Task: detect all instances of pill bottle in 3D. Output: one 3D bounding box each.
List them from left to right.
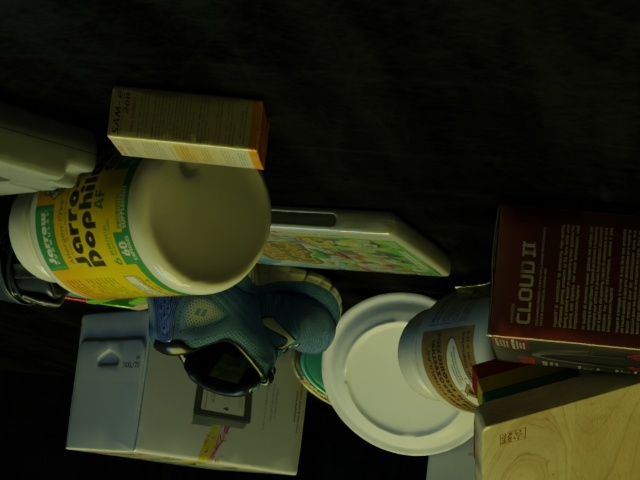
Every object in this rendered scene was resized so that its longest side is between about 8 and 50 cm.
[{"bbox_3d":[-0.141,-0.015,1.362,0.117,0.118,0.208,13,169,-37],"label":"pill bottle"},{"bbox_3d":[0.171,0.111,1.890,0.131,0.131,0.229,10,170,-21],"label":"pill bottle"}]

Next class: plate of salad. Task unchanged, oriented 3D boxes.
[{"bbox_3d":[0.100,0.146,2.065,0.199,0.200,0.048,4,-157,14],"label":"plate of salad"}]

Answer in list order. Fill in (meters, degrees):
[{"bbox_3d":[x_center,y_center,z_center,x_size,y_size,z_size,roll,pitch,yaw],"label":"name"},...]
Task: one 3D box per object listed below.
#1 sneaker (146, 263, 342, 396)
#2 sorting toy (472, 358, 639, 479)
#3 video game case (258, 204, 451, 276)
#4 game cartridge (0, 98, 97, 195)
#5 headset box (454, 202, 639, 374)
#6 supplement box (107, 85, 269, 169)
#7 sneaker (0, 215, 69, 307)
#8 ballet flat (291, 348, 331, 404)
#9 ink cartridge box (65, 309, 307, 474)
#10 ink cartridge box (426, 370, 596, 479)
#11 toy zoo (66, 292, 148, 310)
[{"bbox_3d":[-0.086,0.088,1.887,0.129,0.147,0.330,2,171,29],"label":"sneaker"},{"bbox_3d":[0.258,0.159,1.713,0.255,0.089,0.257,-15,147,-5],"label":"sorting toy"},{"bbox_3d":[0.000,0.000,1.659,0.193,0.023,0.212,4,171,18],"label":"video game case"},{"bbox_3d":[-0.325,-0.073,1.342,0.196,0.060,0.294,10,171,-44],"label":"game cartridge"},{"bbox_3d":[0.256,0.047,1.491,0.293,0.110,0.218,5,172,8],"label":"headset box"},{"bbox_3d":[-0.085,-0.074,1.210,0.098,0.036,0.062,6,171,3],"label":"supplement box"},{"bbox_3d":[-0.336,0.027,1.735,0.163,0.086,0.226,8,-162,41],"label":"sneaker"},{"bbox_3d":[0.120,0.175,2.431,0.348,0.123,0.123,9,171,-14],"label":"ballet flat"},{"bbox_3d":[-0.184,0.213,2.582,0.270,0.197,0.198,13,169,-34],"label":"ink cartridge box"},{"bbox_3d":[0.228,0.210,2.148,0.168,0.233,0.171,4,170,18],"label":"ink cartridge box"},{"bbox_3d":[-0.317,0.040,2.116,0.293,0.030,0.192,10,171,-21],"label":"toy zoo"}]
